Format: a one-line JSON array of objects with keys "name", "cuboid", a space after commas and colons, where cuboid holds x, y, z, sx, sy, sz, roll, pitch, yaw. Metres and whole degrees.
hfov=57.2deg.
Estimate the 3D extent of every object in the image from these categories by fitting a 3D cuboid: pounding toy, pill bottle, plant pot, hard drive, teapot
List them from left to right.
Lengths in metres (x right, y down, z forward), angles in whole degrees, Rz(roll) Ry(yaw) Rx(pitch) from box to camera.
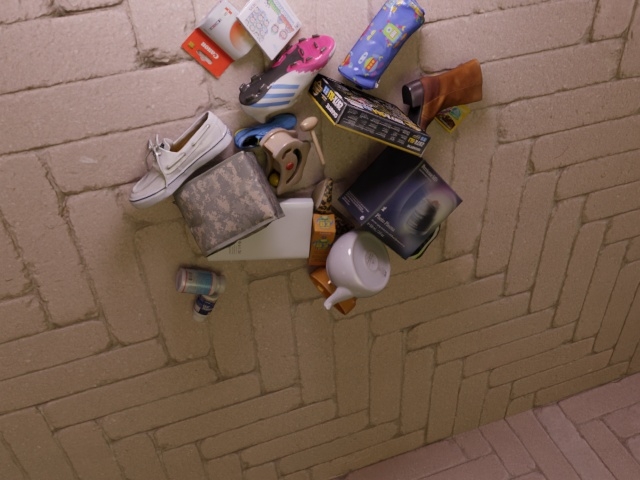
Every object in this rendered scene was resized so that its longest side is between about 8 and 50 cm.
[{"name": "pill bottle", "cuboid": [-0.419, 0.146, 2.055, 0.160, 0.087, 0.087, 10, 120, -27]}, {"name": "pill bottle", "cuboid": [-0.422, 0.235, 2.132, 0.067, 0.067, 0.120, 14, 118, -30]}, {"name": "hard drive", "cuboid": [-0.209, -0.036, 2.001, 0.353, 0.047, 0.233, -1, 125, -10]}, {"name": "pounding toy", "cuboid": [-0.091, -0.249, 1.810, 0.154, 0.155, 0.269, -26, 147, -40]}, {"name": "plant pot", "cuboid": [0.093, 0.143, 2.210, 0.188, 0.205, 0.205, -42, 131, -10]}, {"name": "teapot", "cuboid": [0.110, 0.086, 2.049, 0.187, 0.252, 0.256, -18, 177, 43]}]

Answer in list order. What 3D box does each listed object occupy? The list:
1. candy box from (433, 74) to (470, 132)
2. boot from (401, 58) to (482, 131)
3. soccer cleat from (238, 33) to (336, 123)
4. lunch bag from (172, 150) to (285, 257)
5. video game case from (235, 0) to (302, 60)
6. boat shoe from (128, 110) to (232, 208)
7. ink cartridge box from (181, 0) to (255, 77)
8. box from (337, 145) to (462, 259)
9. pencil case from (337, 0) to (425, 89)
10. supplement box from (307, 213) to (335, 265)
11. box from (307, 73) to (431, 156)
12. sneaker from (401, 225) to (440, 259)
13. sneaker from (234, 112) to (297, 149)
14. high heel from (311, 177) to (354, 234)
[{"name": "candy box", "cuboid": [0.415, -0.461, 1.993, 0.206, 0.027, 0.105, 31, 105, -36]}, {"name": "boot", "cuboid": [0.408, -0.442, 1.952, 0.280, 0.096, 0.264, -22, 121, -16]}, {"name": "soccer cleat", "cuboid": [-0.088, -0.475, 1.735, 0.331, 0.116, 0.143, -33, 146, 6]}, {"name": "lunch bag", "cuboid": [-0.291, -0.108, 1.813, 0.287, 0.169, 0.235, -26, 93, 10]}, {"name": "video game case", "cuboid": [-0.140, -0.608, 1.627, 0.143, 0.019, 0.157, -52, 130, -10]}, {"name": "boat shoe", "cuboid": [-0.443, -0.252, 1.722, 0.367, 0.136, 0.156, -37, 130, 2]}, {"name": "ink cartridge box", "cuboid": [-0.274, -0.556, 1.627, 0.179, 0.045, 0.145, -45, 128, 10]}, {"name": "box", "cuboid": [0.274, -0.138, 1.994, 0.294, 0.183, 0.296, -48, 134, 9]}, {"name": "pencil case", "cuboid": [0.184, -0.586, 1.742, 0.133, 0.119, 0.306, 36, 109, -7]}, {"name": "supplement box", "cuboid": [0.000, 0.000, 2.071, 0.078, 0.080, 0.233, 1, 146, -7]}, {"name": "box", "cuboid": [0.146, -0.384, 1.789, 0.322, 0.257, 0.079, 13, 119, -31]}, {"name": "sneaker", "cuboid": [0.380, -0.018, 2.268, 0.097, 0.084, 0.235, 9, 120, -27]}, {"name": "sneaker", "cuboid": [-0.164, -0.329, 1.816, 0.209, 0.082, 0.069, -21, 128, -9]}, {"name": "high heel", "cuboid": [0.060, -0.121, 2.045, 0.186, 0.093, 0.261, 3, 140, -17]}]
